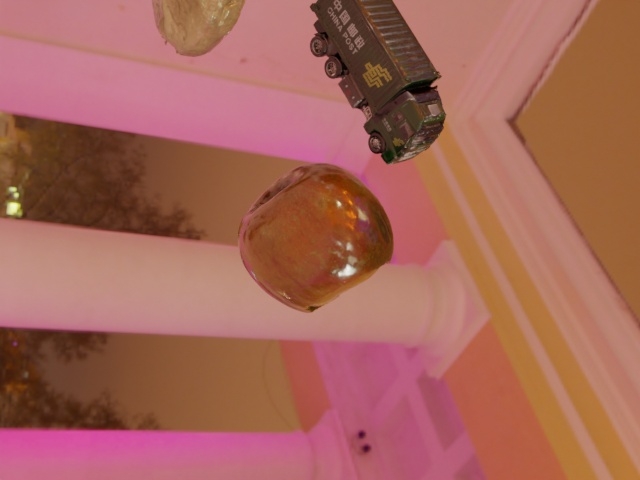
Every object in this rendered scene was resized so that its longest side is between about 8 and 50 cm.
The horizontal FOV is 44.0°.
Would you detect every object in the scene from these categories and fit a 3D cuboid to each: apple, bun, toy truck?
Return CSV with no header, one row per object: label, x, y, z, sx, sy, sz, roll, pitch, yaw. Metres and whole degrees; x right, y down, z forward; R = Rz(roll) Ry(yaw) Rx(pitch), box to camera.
apple,0.000,0.000,1.163,0.237,0.207,0.237,-40,-168,11
bun,-0.208,-0.419,1.328,0.220,0.134,0.220,-30,-134,37
toy truck,0.082,-0.243,1.131,0.121,0.088,0.259,-39,-103,46
